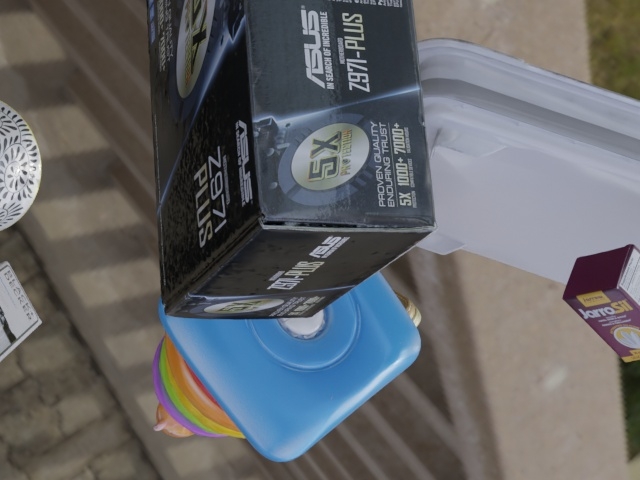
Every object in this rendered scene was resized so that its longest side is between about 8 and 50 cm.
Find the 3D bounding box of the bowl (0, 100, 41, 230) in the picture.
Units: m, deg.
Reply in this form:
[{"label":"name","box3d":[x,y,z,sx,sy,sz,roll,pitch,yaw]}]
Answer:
[{"label":"bowl","box3d":[-0.418,-0.084,1.666,0.170,0.170,0.080,-53,178,14]}]

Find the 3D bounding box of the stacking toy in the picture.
[{"label":"stacking toy","box3d":[-0.072,0.102,1.168,0.175,0.166,0.302,-36,177,-32]}]

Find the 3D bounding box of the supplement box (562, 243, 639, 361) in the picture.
[{"label":"supplement box","box3d":[0.229,0.047,1.065,0.083,0.055,0.043,42,56,-24]}]

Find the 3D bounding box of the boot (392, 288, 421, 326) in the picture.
[{"label":"boot","box3d":[0.002,0.018,1.828,0.095,0.262,0.203,-38,128,-28]}]

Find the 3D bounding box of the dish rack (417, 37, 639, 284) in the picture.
[{"label":"dish rack","box3d":[0.205,-0.028,1.187,0.285,0.332,0.072,99,10,-66]}]

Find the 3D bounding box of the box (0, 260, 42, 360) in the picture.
[{"label":"box","box3d":[-0.424,0.122,1.551,0.169,0.087,0.290,-29,-172,7]}]

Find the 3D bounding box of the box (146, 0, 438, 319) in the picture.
[{"label":"box","box3d":[-0.020,-0.068,0.640,0.077,0.180,0.147,2,163,-22]}]
